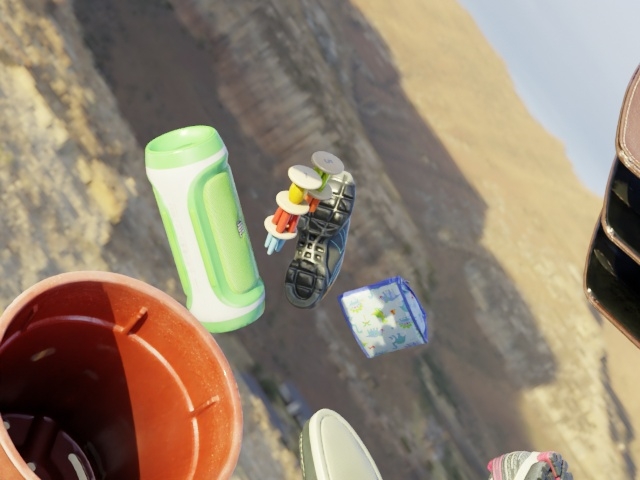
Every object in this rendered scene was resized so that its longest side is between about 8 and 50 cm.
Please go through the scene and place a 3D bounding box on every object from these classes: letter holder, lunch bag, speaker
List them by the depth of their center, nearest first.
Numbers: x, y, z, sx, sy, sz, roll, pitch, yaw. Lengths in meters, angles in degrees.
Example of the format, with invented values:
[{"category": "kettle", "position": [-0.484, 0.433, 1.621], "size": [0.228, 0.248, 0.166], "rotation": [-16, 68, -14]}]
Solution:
[{"category": "letter holder", "position": [0.352, -0.055, 1.189], "size": [0.214, 0.152, 0.302], "rotation": [41, 39, -3]}, {"category": "speaker", "position": [-0.171, -0.015, 1.764], "size": [0.131, 0.131, 0.296], "rotation": [-106, -178, -67]}, {"category": "lunch bag", "position": [0.118, 0.135, 2.213], "size": [0.096, 0.129, 0.151], "rotation": [-91, 156, -45]}]

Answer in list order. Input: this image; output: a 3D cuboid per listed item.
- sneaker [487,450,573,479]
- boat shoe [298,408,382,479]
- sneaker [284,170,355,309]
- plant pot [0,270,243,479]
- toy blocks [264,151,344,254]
[{"category": "sneaker", "position": [0.244, 0.420, 1.570], "size": [0.121, 0.112, 0.299], "rotation": [51, 52, -29]}, {"category": "boat shoe", "position": [0.029, 0.366, 1.333], "size": [0.127, 0.113, 0.340], "rotation": [-12, 77, -60]}, {"category": "sneaker", "position": [0.000, 0.000, 2.162], "size": [0.101, 0.267, 0.106], "rotation": [18, -6, 16]}, {"category": "plant pot", "position": [-0.264, 0.213, 1.216], "size": [0.272, 0.265, 0.272], "rotation": [22, 47, -26]}, {"category": "toy blocks", "position": [-0.032, -0.053, 1.788], "size": [0.054, 0.148, 0.123], "rotation": [36, 35, 13]}]
